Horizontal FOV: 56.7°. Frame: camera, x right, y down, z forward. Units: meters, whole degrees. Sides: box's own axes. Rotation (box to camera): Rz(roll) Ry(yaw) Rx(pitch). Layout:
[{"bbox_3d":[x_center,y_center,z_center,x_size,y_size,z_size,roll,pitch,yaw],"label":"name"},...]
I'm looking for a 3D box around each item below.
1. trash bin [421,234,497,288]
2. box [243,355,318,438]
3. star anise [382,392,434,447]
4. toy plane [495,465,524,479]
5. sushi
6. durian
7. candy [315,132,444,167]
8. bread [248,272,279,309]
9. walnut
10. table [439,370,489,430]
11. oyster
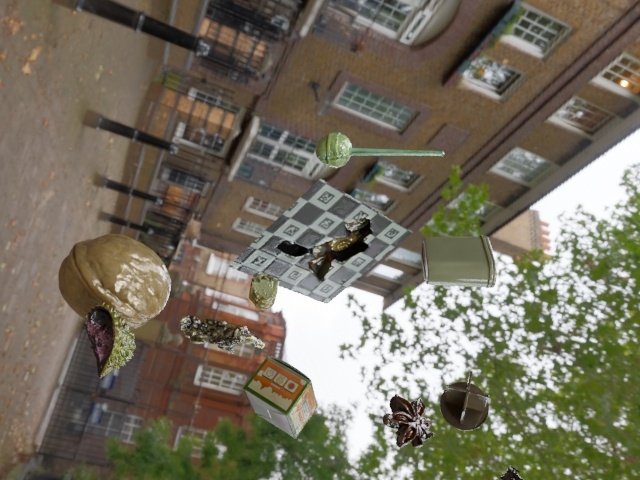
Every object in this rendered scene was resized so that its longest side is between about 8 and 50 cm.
[{"bbox_3d":[0.508,0.074,2.200,0.243,0.247,0.121,-83,174,-54],"label":"trash bin"},{"bbox_3d":[-0.122,0.503,1.916,0.148,0.177,0.195,-51,151,-29],"label":"box"},{"bbox_3d":[0.314,0.667,2.178,0.099,0.220,0.214,-62,-139,30],"label":"star anise"},{"bbox_3d":[0.474,0.597,1.454,0.053,0.078,0.197,-43,174,-8],"label":"toy plane"},{"bbox_3d":[0.000,0.000,1.537,0.343,0.359,0.064,-42,-135,25],"label":"sushi"},{"bbox_3d":[-0.518,0.244,1.526,0.119,0.108,0.187,-36,-117,22],"label":"durian"},{"bbox_3d":[0.153,-0.231,1.552,0.092,0.335,0.093,-57,150,-74],"label":"candy"},{"bbox_3d":[-0.114,0.101,1.190,0.110,0.060,0.066,112,-44,-70],"label":"bread"},{"bbox_3d":[-0.604,0.121,1.748,0.277,0.313,0.252,-20,-146,42],"label":"walnut"},{"bbox_3d":[0.481,0.524,1.964,0.227,0.167,0.167,71,27,-61],"label":"table"},{"bbox_3d":[-0.279,0.279,1.744,0.223,0.214,0.083,32,69,-67],"label":"oyster"}]
